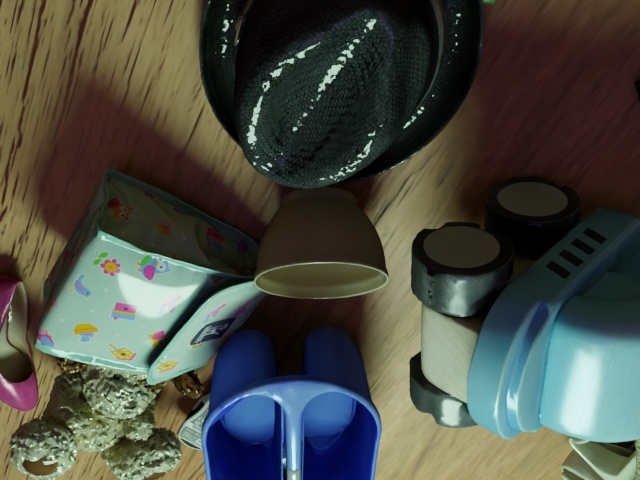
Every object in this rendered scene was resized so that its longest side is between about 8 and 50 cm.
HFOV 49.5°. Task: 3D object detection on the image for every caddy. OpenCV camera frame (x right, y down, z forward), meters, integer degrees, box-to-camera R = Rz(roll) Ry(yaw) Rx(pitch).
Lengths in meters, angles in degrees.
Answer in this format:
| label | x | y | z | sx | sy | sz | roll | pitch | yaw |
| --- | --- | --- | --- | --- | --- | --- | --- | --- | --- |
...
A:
| label | x | y | z | sx | sy | sz | roll | pitch | yaw |
| --- | --- | --- | --- | --- | --- | --- | --- | --- | --- |
| caddy | -0.043 | 0.281 | 0.986 | 0.241 | 0.179 | 0.341 | -2 | 129 | -5 |

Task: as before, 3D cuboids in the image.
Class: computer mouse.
| label | x | y | z | sx | sy | sz | roll | pitch | yaw |
| --- | --- | --- | --- | --- | --- | --- | --- | --- | --- |
| computer mouse | -0.161 | 0.263 | 1.109 | 0.106 | 0.042 | 0.193 | 35 | 116 | -19 |

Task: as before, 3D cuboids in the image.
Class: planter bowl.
| label | x | y | z | sx | sy | sz | roll | pitch | yaw |
| --- | --- | --- | --- | --- | --- | --- | --- | --- | --- |
| planter bowl | 0.000 | 0.000 | 0.850 | 0.162 | 0.109 | 0.162 | -1 | 162 | 0 |

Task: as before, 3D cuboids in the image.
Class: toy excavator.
| label | x | y | z | sx | sy | sz | roll | pitch | yaw |
| --- | --- | --- | --- | --- | --- | --- | --- | --- | --- |
| toy excavator | 0.375 | 0.097 | 0.758 | 0.445 | 0.433 | 0.222 | 26 | 133 | 37 |

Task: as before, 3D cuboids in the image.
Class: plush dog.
| label | x | y | z | sx | sy | sz | roll | pitch | yaw |
| --- | --- | --- | --- | --- | --- | --- | --- | --- | --- |
| plush dog | -0.313 | 0.223 | 1.050 | 0.262 | 0.210 | 0.225 | 23 | 113 | -40 |

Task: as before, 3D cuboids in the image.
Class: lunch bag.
| label | x | y | z | sx | sy | sz | roll | pitch | yaw |
| --- | --- | --- | --- | --- | --- | --- | --- | --- | --- |
| lunch bag | -0.209 | 0.067 | 0.921 | 0.262 | 0.160 | 0.223 | 24 | 121 | -27 |

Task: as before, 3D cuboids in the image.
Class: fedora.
| label | x | y | z | sx | sy | sz | roll | pitch | yaw |
| --- | --- | --- | --- | --- | --- | --- | --- | --- | --- |
| fedora | 0.011 | -0.167 | 0.716 | 0.334 | 0.152 | 0.334 | 5 | 130 | 5 |

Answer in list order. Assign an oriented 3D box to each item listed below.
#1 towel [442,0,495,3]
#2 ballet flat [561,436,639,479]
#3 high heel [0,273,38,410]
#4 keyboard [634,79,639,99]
| label | x | y | z | sx | sy | sz | roll | pitch | yaw |
| --- | --- | --- | --- | --- | --- | --- | --- | --- | --- |
| towel | 0.111 | -0.303 | 0.710 | 0.152 | 0.023 | 0.113 | 5 | 126 | 3 |
| ballet flat | 0.431 | 0.316 | 0.957 | 0.182 | 0.164 | 0.483 | 21 | 151 | 22 |
| high heel | -0.463 | 0.161 | 1.066 | 0.117 | 0.082 | 0.244 | -4 | 110 | 23 |
| keyboard | 0.430 | -0.187 | 0.733 | 0.180 | 0.023 | 0.108 | -22 | 123 | 21 |
